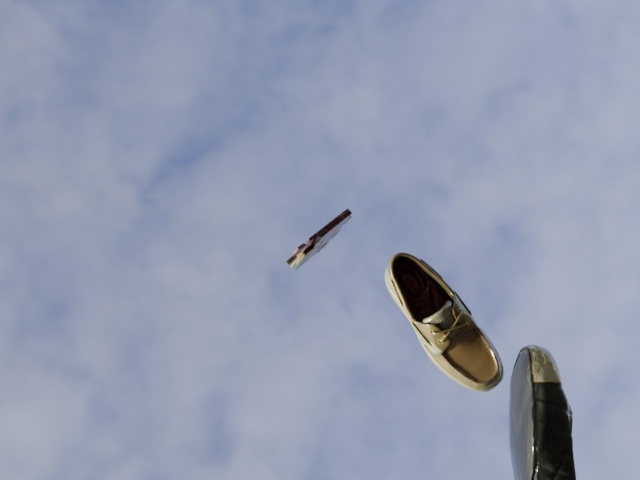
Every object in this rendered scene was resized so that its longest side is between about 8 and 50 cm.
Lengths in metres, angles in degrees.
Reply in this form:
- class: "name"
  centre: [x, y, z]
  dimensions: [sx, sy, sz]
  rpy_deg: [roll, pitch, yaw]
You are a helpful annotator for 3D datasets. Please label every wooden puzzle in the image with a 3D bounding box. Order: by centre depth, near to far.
- class: "wooden puzzle"
  centre: [0.000, 0.000, 0.836]
  dimensions: [0.006, 0.049, 0.083]
  rpy_deg: [46, -124, 8]

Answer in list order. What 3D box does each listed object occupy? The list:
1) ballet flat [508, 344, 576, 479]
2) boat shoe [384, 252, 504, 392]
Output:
- class: "ballet flat"
  centre: [0.137, 0.143, 0.565]
  dimensions: [0.049, 0.057, 0.173]
  rpy_deg: [-9, -96, -2]
- class: "boat shoe"
  centre: [0.097, 0.065, 0.824]
  dimensions: [0.050, 0.045, 0.135]
  rpy_deg: [-40, -109, -4]
